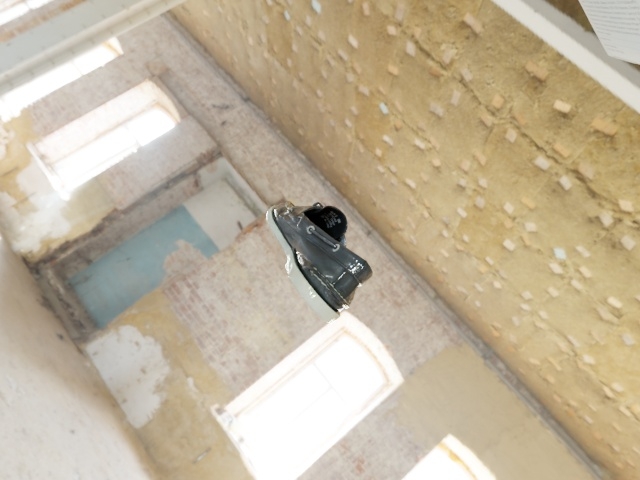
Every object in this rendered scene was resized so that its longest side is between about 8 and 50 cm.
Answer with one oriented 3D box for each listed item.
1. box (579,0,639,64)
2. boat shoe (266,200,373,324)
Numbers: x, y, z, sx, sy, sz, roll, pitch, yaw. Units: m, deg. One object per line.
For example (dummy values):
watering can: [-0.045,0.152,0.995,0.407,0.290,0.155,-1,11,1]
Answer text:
box: [0.346,-0.255,0.433,0.119,0.180,0.182,50,22,-16]
boat shoe: [-0.003,-0.003,0.800,0.127,0.113,0.340,47,6,-21]
